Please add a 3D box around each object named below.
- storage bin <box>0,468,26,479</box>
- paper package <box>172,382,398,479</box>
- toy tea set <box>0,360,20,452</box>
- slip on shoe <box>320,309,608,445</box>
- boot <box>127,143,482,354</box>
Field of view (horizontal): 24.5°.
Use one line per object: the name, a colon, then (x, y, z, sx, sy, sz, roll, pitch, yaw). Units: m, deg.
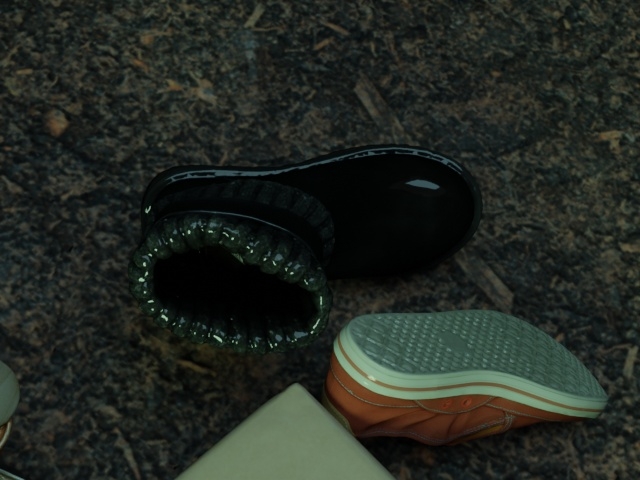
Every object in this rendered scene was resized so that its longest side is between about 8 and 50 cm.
storage bin: (-0.381, 0.291, 1.198, 0.260, 0.123, 0.262, 23, 62, 1)
paper package: (-0.042, 0.338, 1.201, 0.325, 0.168, 0.309, -38, 70, -23)
toy tea set: (-0.406, 0.124, 1.135, 0.336, 0.124, 0.200, -13, 68, -16)
slip on shoe: (0.133, 0.133, 1.349, 0.331, 0.101, 0.123, 5, 36, -39)
boot: (-0.001, 0.004, 1.325, 0.347, 0.260, 0.131, -6, 103, -7)
